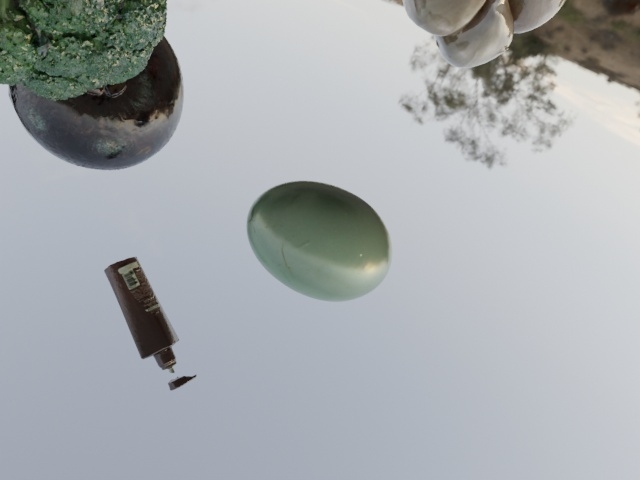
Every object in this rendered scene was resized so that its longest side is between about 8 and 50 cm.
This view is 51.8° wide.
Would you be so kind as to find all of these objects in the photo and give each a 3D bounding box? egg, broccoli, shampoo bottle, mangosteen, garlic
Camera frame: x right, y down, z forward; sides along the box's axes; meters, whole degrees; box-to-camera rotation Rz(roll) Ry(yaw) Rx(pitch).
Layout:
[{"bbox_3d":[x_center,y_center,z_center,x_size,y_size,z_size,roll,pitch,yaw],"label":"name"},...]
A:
[{"bbox_3d":[0.000,0.000,0.976,0.231,0.168,0.168,25,-154,-20],"label":"egg"},{"bbox_3d":[-0.316,-0.302,0.789,0.270,0.270,0.270,51,-164,-28],"label":"broccoli"},{"bbox_3d":[-0.290,0.143,1.126,0.068,0.236,0.067,-25,-179,-9],"label":"shampoo bottle"},{"bbox_3d":[-0.362,-0.252,1.082,0.288,0.288,0.288,18,-151,-10],"label":"mangosteen"},{"bbox_3d":[0.207,-0.356,0.894,0.237,0.210,0.292,42,-174,-42],"label":"garlic"}]
